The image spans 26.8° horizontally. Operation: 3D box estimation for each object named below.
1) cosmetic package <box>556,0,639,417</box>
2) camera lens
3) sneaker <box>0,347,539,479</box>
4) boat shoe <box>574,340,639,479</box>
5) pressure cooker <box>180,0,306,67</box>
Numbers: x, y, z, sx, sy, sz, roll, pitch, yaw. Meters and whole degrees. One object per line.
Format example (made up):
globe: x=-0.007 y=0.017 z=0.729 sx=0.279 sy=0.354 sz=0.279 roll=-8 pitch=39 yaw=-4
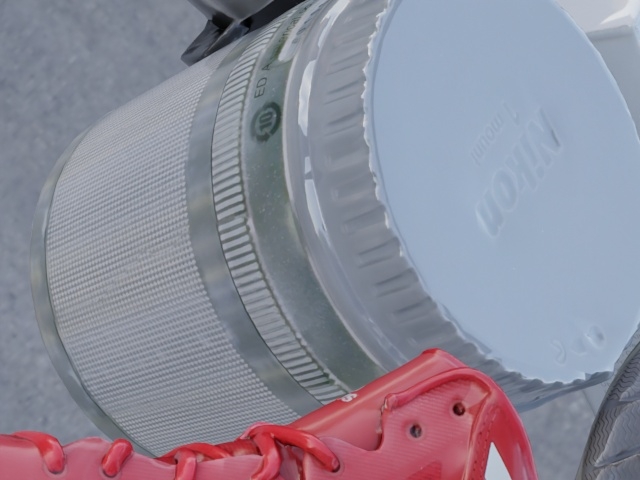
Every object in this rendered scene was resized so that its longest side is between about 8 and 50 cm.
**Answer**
cosmetic package: x=0.269 y=-0.035 z=1.051 sx=0.453 sy=0.161 sz=0.230 roll=58 pitch=43 yaw=-32
camera lens: x=0.000 y=0.000 z=0.685 sx=0.219 sy=0.274 sz=0.220 roll=16 pitch=65 yaw=-38
sneaker: x=-0.034 y=0.063 z=0.338 sx=0.221 sy=0.087 sz=0.128 roll=38 pitch=72 yaw=-20
boat shoe: x=0.151 y=0.179 z=0.645 sx=0.123 sy=0.116 sz=0.324 roll=23 pitch=70 yaw=-3
pressure cooker: x=-0.012 y=-0.354 z=1.074 sx=0.420 sy=0.370 sz=0.376 roll=41 pitch=40 yaw=-18
